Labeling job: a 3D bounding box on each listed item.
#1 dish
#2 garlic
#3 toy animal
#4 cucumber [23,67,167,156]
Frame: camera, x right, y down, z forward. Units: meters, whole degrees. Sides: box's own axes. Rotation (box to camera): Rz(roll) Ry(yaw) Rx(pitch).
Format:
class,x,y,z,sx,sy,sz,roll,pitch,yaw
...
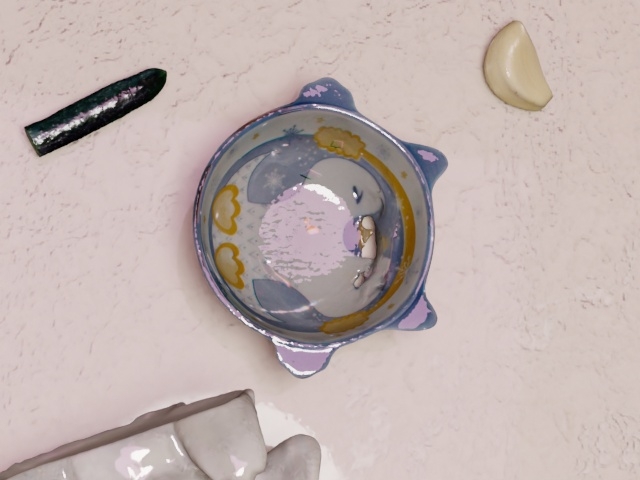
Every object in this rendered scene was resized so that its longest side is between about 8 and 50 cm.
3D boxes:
class,x,y,z,sx,sy,sz,roll,pitch,yaw
dish,0.000,0.000,1.296,0.228,0.086,0.236,30,76,-4
garlic,0.175,-0.152,1.378,0.053,0.041,0.083,-28,93,-26
toy animal,-0.106,0.266,1.184,0.272,0.206,0.265,-20,92,3
cucumber,-0.188,-0.113,1.313,0.133,0.032,0.032,-28,85,-14
